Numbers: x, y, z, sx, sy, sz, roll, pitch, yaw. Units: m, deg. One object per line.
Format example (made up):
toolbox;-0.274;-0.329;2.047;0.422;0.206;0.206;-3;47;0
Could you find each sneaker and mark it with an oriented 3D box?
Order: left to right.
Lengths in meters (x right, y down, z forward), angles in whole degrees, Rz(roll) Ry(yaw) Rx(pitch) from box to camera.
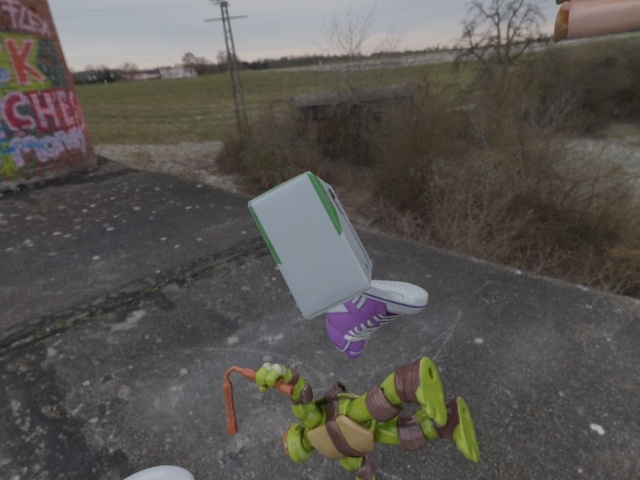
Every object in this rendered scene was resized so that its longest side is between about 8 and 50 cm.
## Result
sneaker;0.102;0.157;0.786;0.102;0.160;0.282;4;-5;-28

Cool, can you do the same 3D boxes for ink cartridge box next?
ink cartridge box;0.000;0.000;0.543;0.087;0.152;0.208;-28;0;8

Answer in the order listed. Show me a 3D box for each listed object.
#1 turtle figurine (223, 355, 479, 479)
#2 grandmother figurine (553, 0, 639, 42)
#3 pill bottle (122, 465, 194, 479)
turtle figurine;0.042;0.204;0.419;0.218;0.269;0.087;-26;13;27
grandmother figurine;0.525;-0.341;0.553;0.343;0.103;0.208;14;-13;35
pill bottle;-0.244;0.466;0.587;0.121;0.215;0.121;-1;0;0
